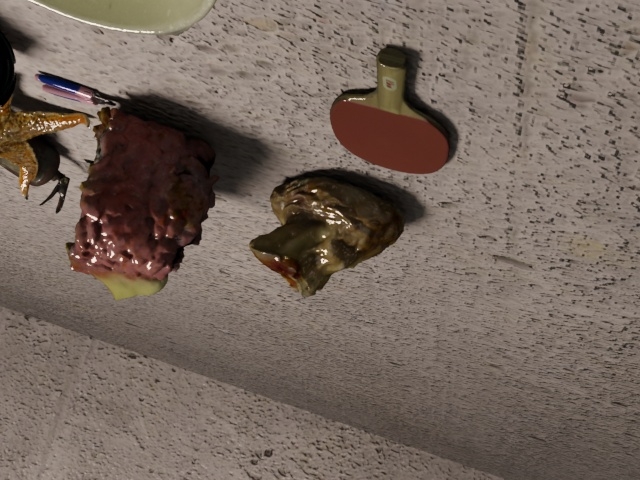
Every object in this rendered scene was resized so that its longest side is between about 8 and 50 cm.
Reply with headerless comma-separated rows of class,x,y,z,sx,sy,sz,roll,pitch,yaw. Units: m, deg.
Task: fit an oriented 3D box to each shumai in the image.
shumai,0.000,0.000,1.242,0.209,0.153,0.161,9,151,40

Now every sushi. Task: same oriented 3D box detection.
sushi,-0.245,-0.035,1.273,0.170,0.237,0.270,13,164,-15

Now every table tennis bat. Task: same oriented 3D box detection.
table tennis bat,0.075,-0.131,1.004,0.138,0.022,0.246,17,163,9

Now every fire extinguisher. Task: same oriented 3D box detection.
fire extinguisher,-0.481,-0.140,1.436,0.072,0.089,0.267,21,166,46

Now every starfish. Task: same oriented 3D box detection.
starfish,-0.448,-0.140,1.363,0.138,0.050,0.247,25,139,-30

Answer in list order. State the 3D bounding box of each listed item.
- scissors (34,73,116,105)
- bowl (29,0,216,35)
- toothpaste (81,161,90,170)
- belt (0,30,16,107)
scissors,-0.321,-0.195,1.242,0.113,0.012,0.039,17,161,11
bowl,-0.173,-0.283,0.657,0.277,0.145,0.277,17,161,6
toothpaste,-0.310,-0.047,1.584,0.096,0.061,0.266,15,153,21
belt,-0.467,-0.217,1.124,0.198,0.151,0.078,13,170,-31
